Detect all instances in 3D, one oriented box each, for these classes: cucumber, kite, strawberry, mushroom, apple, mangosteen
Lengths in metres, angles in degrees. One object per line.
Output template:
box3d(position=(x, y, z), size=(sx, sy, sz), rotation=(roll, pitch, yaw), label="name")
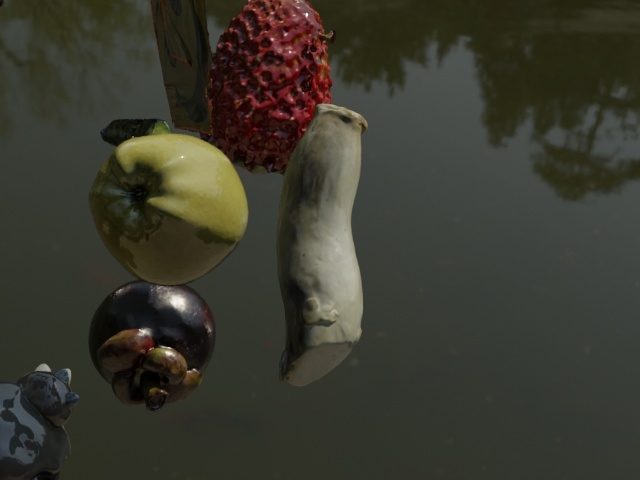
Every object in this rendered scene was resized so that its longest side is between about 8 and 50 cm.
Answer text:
box3d(position=(-0.251, -0.142, 1.519), size=(0.044, 0.043, 0.257), rotation=(34, -9, -24), label="cucumber")
box3d(position=(-0.206, -0.305, 1.614), size=(0.013, 0.377, 0.327), rotation=(-12, 54, -19), label="kite")
box3d(position=(-0.082, -0.295, 2.111), size=(0.292, 0.343, 0.292), rotation=(21, 18, -7), label="strawberry")
box3d(position=(-0.002, -0.001, 1.344), size=(0.109, 0.351, 0.097), rotation=(-7, -18, 31), label="mushroom")
box3d(position=(-0.183, -0.041, 1.344), size=(0.200, 0.200, 0.200), rotation=(8, 26, -4), label="apple")
box3d(position=(-0.272, 0.179, 1.810), size=(0.211, 0.211, 0.250), rotation=(6, 39, -10), label="mangosteen")

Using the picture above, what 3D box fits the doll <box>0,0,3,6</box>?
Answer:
box3d(position=(-0.498, -0.441, 1.706), size=(0.256, 0.152, 0.196), rotation=(-37, 40, 6), label="doll")

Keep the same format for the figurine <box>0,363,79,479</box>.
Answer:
box3d(position=(-0.445, 0.333, 1.405), size=(0.248, 0.203, 0.380), rotation=(-13, 53, 35), label="figurine")
